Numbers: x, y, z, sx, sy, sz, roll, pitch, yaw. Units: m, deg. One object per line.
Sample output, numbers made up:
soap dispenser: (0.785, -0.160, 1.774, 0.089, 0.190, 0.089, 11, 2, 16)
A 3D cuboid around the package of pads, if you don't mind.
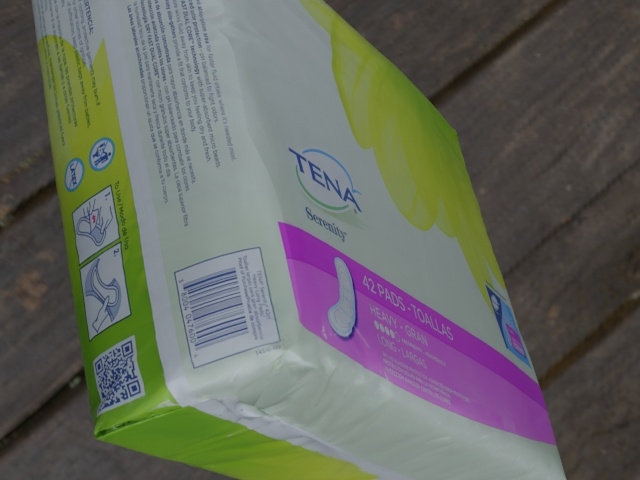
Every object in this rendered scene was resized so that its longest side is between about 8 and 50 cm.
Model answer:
package of pads: (0.000, 0.000, 0.608, 0.101, 0.229, 0.296, -25, 151, 20)
